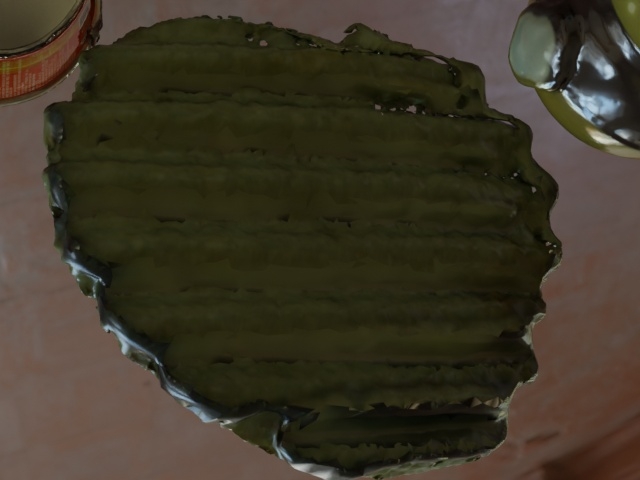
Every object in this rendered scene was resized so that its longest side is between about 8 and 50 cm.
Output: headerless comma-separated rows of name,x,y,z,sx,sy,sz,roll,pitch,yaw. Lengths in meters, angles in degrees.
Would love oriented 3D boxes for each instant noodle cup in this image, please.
instant noodle cup,-0.286,-0.228,1.294,0.213,0.213,0.174,-14,-178,-15

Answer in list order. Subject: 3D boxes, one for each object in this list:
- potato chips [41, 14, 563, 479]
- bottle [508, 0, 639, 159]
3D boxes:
potato chips,0.000,0.000,1.111,0.429,0.358,0.070,3,164,-28
bottle,0.236,-0.153,0.751,0.172,0.171,0.351,-2,159,-30
